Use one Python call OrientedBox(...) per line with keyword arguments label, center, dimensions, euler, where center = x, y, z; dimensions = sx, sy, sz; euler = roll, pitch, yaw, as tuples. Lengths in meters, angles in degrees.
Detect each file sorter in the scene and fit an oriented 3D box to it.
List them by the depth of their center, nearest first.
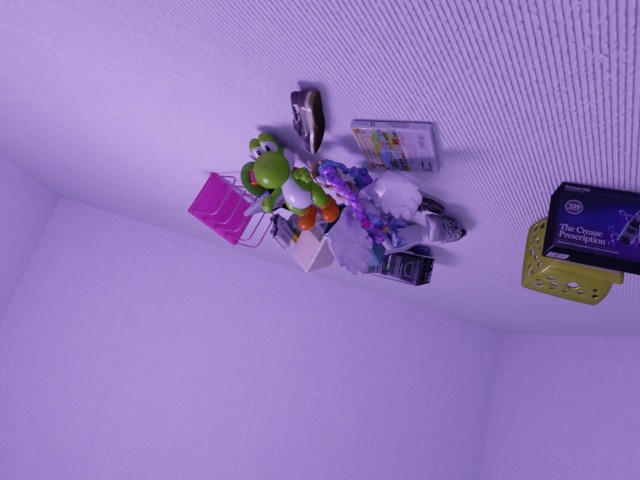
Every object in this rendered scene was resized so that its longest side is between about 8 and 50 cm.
OrientedBox(label="file sorter", center=(-0.367, -0.121, 1.770), dimensions=(0.183, 0.201, 0.291), euler=(12, 158, 40))

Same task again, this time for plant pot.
OrientedBox(label="plant pot", center=(0.761, 0.039, 1.229), dimensions=(0.229, 0.226, 0.207), euler=(14, 159, 12))
OrientedBox(label="plant pot", center=(0.157, -0.014, 1.598), dimensions=(0.166, 0.165, 0.234), euler=(-5, 135, 34))

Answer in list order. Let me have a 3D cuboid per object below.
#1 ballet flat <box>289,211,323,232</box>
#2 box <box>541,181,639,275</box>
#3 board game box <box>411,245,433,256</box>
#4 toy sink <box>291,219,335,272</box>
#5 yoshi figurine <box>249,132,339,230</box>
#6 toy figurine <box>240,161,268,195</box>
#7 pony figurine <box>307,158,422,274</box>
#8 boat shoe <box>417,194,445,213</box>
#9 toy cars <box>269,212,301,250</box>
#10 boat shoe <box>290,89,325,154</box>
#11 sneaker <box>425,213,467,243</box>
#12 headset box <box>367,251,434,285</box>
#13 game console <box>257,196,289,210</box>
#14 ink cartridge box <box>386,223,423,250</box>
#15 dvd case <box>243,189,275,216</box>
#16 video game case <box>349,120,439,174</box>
OrientedBox(label="ballet flat", center=(-0.026, -0.082, 1.844), dimensions=(0.107, 0.106, 0.316), euler=(57, -163, 21))
OrientedBox(label="box", center=(0.733, -0.030, 1.052), dimensions=(0.262, 0.184, 0.103), euler=(12, 163, 15))
OrientedBox(label="board game box", center=(0.487, 0.051, 1.973), dimensions=(0.090, 0.019, 0.090), euler=(9, 165, 30))
OrientedBox(label="toy sink", center=(0.000, 0.000, 1.743), dimensions=(0.153, 0.234, 0.131), euler=(-15, -126, -43))
OrientedBox(label="yoshi figurine", center=(-0.099, -0.168, 1.303), dimensions=(0.362, 0.203, 0.203), euler=(47, 169, -34))
OrientedBox(label="toy figurine", center=(-0.167, -0.236, 1.455), dimensions=(0.173, 0.129, 0.159), euler=(0, 172, -45))
OrientedBox(label="pony figurine", center=(0.134, -0.088, 1.237), dimensions=(0.351, 0.302, 0.364), euler=(49, -168, 32))
OrientedBox(label="boat shoe", center=(0.329, -0.120, 1.395), dimensions=(0.206, 0.064, 0.075), euler=(19, 163, -17))
OrientedBox(label="toy cars", center=(-0.123, -0.052, 1.847), dimensions=(0.087, 0.176, 0.394), euler=(-29, 173, 15))
OrientedBox(label="boat shoe", center=(-0.035, -0.309, 1.066), dimensions=(0.074, 0.080, 0.223), euler=(20, 161, 10))
OrientedBox(label="sneaker", center=(0.454, -0.049, 1.479), dimensions=(0.116, 0.105, 0.281), euler=(-11, 172, 29))
OrientedBox(label="headset box", center=(0.376, 0.120, 1.987), dimensions=(0.284, 0.131, 0.246), euler=(12, -177, 28))
OrientedBox(label="game console", center=(-0.212, -0.164, 1.878), dimensions=(0.214, 0.043, 0.361), euler=(22, 165, -21))
OrientedBox(label="ink cartridge box", center=(0.324, 0.000, 1.731), dimensions=(0.140, 0.082, 0.190), euler=(-10, 171, -11))
OrientedBox(label="dvd case", center=(-0.173, -0.161, 1.587), dimensions=(0.181, 0.022, 0.253), euler=(-20, 175, -34))
OrientedBox(label="video game case", center=(0.208, -0.249, 1.117), dimensions=(0.207, 0.026, 0.227), euler=(10, 165, 24))
